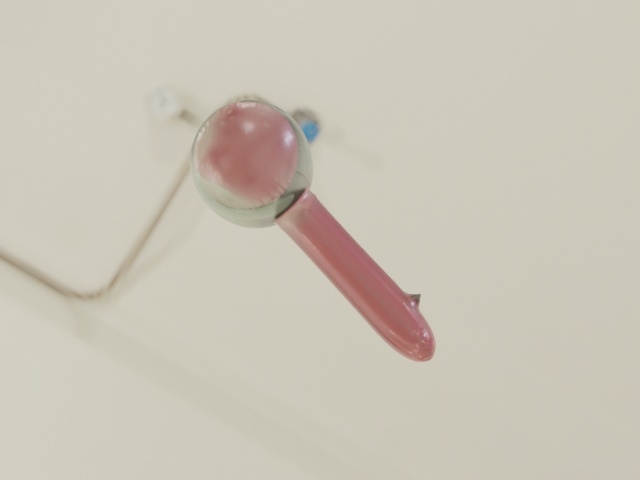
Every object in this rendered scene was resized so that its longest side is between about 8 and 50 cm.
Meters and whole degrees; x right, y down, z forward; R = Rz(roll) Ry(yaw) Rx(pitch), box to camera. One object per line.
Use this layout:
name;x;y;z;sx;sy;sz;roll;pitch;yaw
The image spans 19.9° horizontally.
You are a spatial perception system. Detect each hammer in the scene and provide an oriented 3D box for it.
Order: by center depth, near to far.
hammer;0.000;0.000;0.469;0.031;0.083;0.052;-42;-4;1
